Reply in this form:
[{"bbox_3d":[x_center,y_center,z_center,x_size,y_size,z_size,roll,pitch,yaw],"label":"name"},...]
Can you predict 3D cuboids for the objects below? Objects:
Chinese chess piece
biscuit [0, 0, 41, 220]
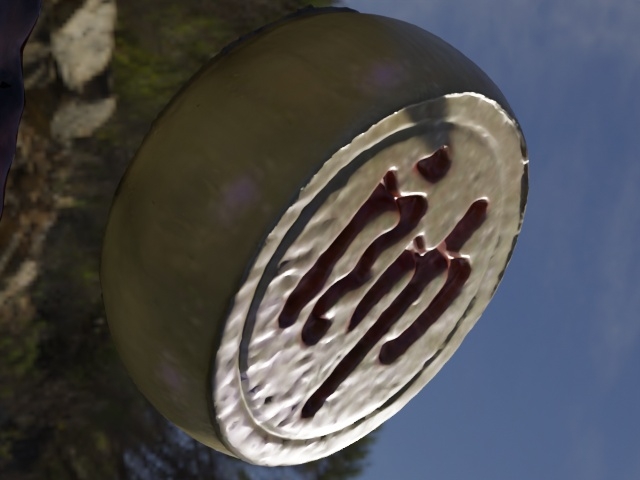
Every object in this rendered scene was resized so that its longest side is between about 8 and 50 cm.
[{"bbox_3d":[0.000,0.000,0.803,0.112,0.270,0.270,37,-44,33],"label":"Chinese chess piece"},{"bbox_3d":[-0.215,-0.090,0.329,0.407,0.091,0.408,-23,115,-62],"label":"biscuit"}]
